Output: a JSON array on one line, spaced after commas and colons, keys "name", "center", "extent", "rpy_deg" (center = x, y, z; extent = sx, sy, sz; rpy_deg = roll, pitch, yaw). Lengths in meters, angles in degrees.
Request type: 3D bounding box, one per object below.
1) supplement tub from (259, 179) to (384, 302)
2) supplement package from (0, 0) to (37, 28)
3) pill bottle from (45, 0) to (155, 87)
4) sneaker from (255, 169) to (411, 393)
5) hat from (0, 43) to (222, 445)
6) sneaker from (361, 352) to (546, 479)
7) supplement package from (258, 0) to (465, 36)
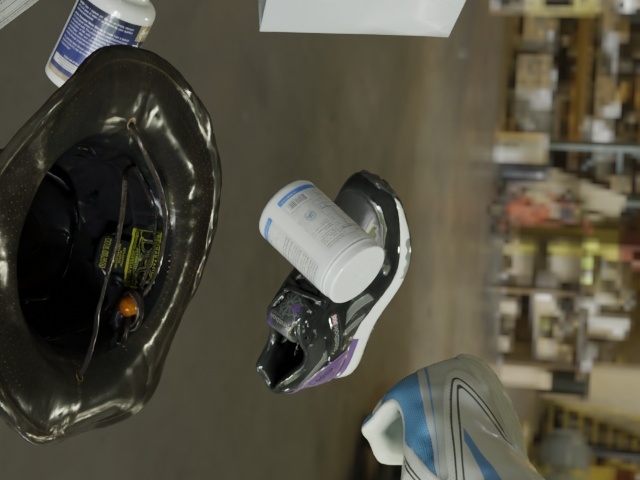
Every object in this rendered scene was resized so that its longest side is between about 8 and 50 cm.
[{"name": "supplement tub", "center": [0.000, 0.000, 1.475], "extent": [0.071, 0.107, 0.071], "rpy_deg": [-35, 152, -22]}, {"name": "supplement package", "center": [-0.408, -0.353, 1.856], "extent": [0.134, 0.139, 0.244], "rpy_deg": [-42, 175, -22]}, {"name": "pill bottle", "center": [-0.255, -0.257, 1.891], "extent": [0.169, 0.094, 0.094], "rpy_deg": [-61, 176, 19]}, {"name": "sneaker", "center": [0.008, 0.059, 1.724], "extent": [0.124, 0.107, 0.283], "rpy_deg": [-22, 139, -43]}, {"name": "hat", "center": [-0.206, -0.007, 1.185], "extent": [0.331, 0.134, 0.331], "rpy_deg": [-46, 144, -50]}, {"name": "sneaker", "center": [0.083, 0.140, 0.750], "extent": [0.085, 0.086, 0.237], "rpy_deg": [54, 4, -29]}, {"name": "supplement package", "center": [0.042, -0.358, 1.518], "extent": [0.198, 0.199, 0.263], "rpy_deg": [113, -24, -69]}]
